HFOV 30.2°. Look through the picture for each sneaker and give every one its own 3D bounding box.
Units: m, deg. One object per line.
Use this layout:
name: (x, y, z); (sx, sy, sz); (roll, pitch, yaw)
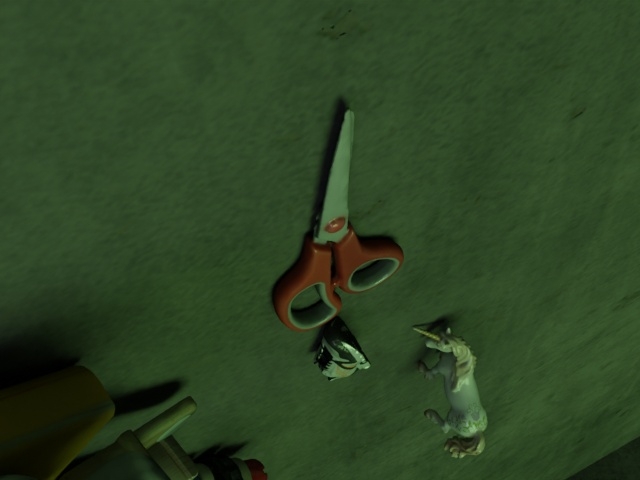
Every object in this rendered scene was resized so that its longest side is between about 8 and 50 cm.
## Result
sneaker: (0.015, 0.099, 1.021); (0.044, 0.040, 0.109); (-29, 158, -1)

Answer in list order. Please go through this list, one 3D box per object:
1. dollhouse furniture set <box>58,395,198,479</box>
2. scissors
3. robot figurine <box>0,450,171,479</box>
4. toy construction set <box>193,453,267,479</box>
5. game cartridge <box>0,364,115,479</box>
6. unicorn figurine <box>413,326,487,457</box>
dollhouse furniture set: (-0.088, 0.344, 0.945); (0.174, 0.355, 0.303); (-30, 165, -47)
scissors: (0.000, 0.000, 0.814); (0.109, 0.021, 0.297); (-29, 160, -1)
robot figurine: (-0.212, 0.280, 0.699); (0.353, 0.199, 0.300); (-38, -176, 0)
toy construction set: (-0.104, 0.372, 1.184); (0.257, 0.237, 0.309); (-36, 158, 10)
game cartridge: (-0.314, 0.204, 0.726); (0.285, 0.052, 0.324); (-46, 162, 27)
unicorn figurine: (0.134, 0.143, 1.200); (0.060, 0.162, 0.111); (-30, -174, -17)
